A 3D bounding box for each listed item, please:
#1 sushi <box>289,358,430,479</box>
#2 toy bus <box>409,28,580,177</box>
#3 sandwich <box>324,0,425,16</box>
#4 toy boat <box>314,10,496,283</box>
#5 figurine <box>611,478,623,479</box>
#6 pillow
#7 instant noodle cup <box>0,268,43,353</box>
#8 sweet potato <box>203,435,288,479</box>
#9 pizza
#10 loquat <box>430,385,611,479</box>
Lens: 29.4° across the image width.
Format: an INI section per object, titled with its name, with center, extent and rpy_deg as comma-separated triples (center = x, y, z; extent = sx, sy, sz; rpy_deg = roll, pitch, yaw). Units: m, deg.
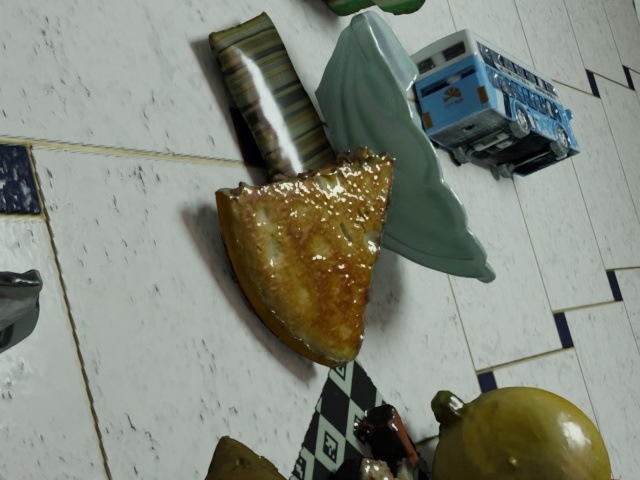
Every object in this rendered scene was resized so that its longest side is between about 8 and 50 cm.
[sushi]
center = 0.051, 0.229, 1.033
extent = 0.193, 0.043, 0.279
rpy_deg = 58, 29, -23
[toy bus]
center = 0.226, -0.164, 1.552
extent = 0.297, 0.106, 0.131
rpy_deg = 10, 60, -58
[sandwich]
center = 0.005, -0.352, 1.266
extent = 0.292, 0.109, 0.212
rpy_deg = 59, 36, -17
[toy boat]
center = 0.075, -0.075, 1.177
extent = 0.199, 0.100, 0.290
rpy_deg = -97, 164, -78
[figurine]
center = 0.338, 0.458, 1.253
extent = 0.306, 0.241, 0.412
rpy_deg = -34, 114, -54
[pillow]
center = -0.034, -0.103, 1.099
extent = 0.203, 0.038, 0.113
rpy_deg = 66, 30, -9
[instant noodle cup]
center = -0.267, 0.008, 0.394
extent = 0.302, 0.258, 0.182
rpy_deg = -21, 76, -35
[sweet potato]
center = -0.010, 0.333, 0.778
extent = 0.130, 0.130, 0.423
rpy_deg = -25, 101, -63
[pizza]
center = 0.000, 0.000, 1.039
extent = 0.193, 0.053, 0.201
rpy_deg = -43, 118, -33
[loquat]
center = 0.183, 0.219, 1.165
extent = 0.204, 0.172, 0.149
rpy_deg = 41, 9, 4
